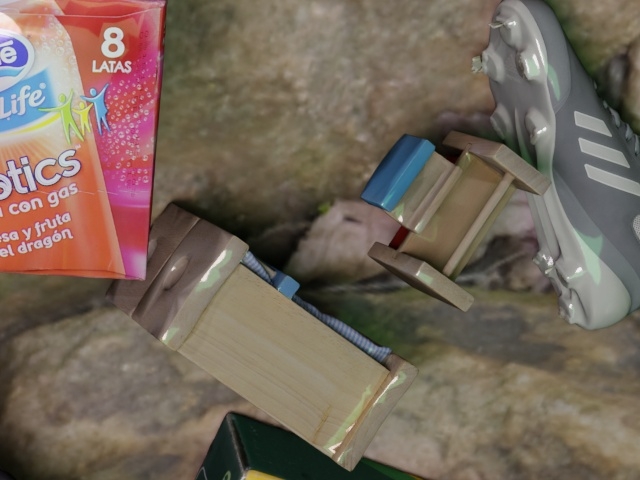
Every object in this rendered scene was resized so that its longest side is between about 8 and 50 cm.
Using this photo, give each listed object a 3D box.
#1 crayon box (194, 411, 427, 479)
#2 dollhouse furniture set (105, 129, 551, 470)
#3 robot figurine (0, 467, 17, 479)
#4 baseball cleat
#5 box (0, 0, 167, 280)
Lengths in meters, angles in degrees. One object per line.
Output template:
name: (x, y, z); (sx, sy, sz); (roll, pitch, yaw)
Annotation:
crayon box: (0.052, 0.252, 1.193); (0.323, 0.083, 0.203); (21, 106, -18)
dollhouse furniture set: (0.000, 0.000, 1.067); (0.129, 0.129, 0.183); (36, 86, -21)
robot figurine: (-0.221, 0.193, 1.065); (0.209, 0.173, 0.278); (-34, 111, 0)
baseball cleat: (0.154, -0.053, 1.110); (0.109, 0.072, 0.206); (-24, 119, -16)
box: (-0.144, -0.087, 0.922); (0.123, 0.257, 0.128); (2, 111, -11)
